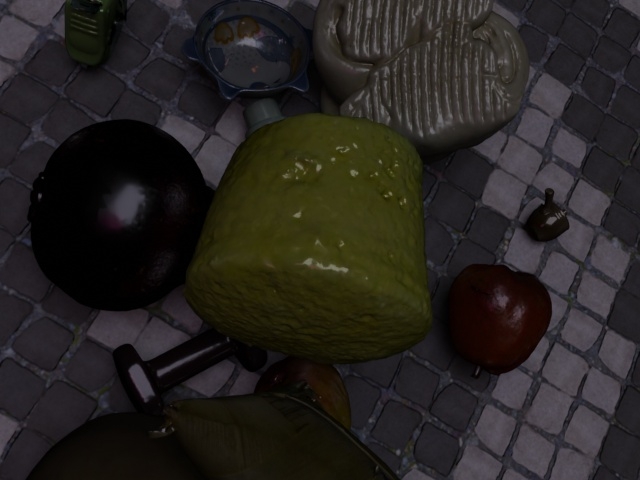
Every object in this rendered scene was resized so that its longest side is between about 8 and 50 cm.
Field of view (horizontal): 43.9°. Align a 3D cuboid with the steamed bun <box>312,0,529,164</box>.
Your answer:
[{"bbox_3d":[0.181,-0.302,1.426,0.367,0.255,0.343,-1,90,10],"label":"steamed bun"}]

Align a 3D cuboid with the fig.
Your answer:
[{"bbox_3d":[0.003,0.308,1.295,0.159,0.159,0.257,-39,105,-20],"label":"fig"}]

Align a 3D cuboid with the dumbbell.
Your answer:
[{"bbox_3d":[-0.206,0.187,1.263,0.225,0.124,0.140,-26,84,-20],"label":"dumbbell"}]

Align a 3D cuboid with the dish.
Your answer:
[{"bbox_3d":[-0.128,-0.318,1.424,0.236,0.086,0.228,12,64,-8],"label":"dish"}]

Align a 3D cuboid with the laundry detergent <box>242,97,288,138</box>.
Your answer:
[{"bbox_3d":[-0.053,-0.051,1.366,0.264,0.125,0.398,-18,80,-20],"label":"laundry detergent"}]

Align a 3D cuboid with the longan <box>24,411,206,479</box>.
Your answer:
[{"bbox_3d":[-0.256,0.421,1.076,0.360,0.361,0.361,4,75,-14],"label":"longan"}]

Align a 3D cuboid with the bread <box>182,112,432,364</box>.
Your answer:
[{"bbox_3d":[0.000,0.000,1.126,0.348,0.348,0.308,16,68,-10],"label":"bread"}]

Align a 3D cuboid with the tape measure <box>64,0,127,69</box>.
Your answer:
[{"bbox_3d":[-0.377,-0.379,1.346,0.087,0.177,0.154,18,59,-11],"label":"tape measure"}]

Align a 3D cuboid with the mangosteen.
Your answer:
[{"bbox_3d":[-0.286,-0.024,1.213,0.313,0.297,0.297,39,70,-13],"label":"mangosteen"}]

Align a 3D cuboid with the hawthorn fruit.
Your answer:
[{"bbox_3d":[0.299,0.143,1.386,0.185,0.185,0.202,18,89,-10],"label":"hawthorn fruit"}]

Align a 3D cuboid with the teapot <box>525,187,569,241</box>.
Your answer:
[{"bbox_3d":[0.425,-0.055,1.511,0.080,0.110,0.085,-32,42,-7],"label":"teapot"}]

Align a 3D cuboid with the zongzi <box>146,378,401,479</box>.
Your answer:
[{"bbox_3d":[0.022,0.348,0.977,0.447,0.418,0.181,38,87,19],"label":"zongzi"}]
